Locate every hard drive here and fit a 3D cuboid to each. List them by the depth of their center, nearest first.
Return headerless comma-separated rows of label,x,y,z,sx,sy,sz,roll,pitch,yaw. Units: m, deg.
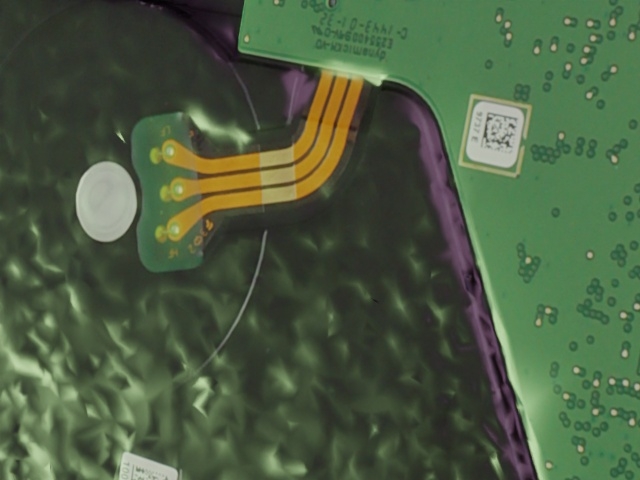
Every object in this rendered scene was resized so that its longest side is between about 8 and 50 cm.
hard drive,0.000,0.000,0.520,0.339,0.064,0.237,13,98,36
